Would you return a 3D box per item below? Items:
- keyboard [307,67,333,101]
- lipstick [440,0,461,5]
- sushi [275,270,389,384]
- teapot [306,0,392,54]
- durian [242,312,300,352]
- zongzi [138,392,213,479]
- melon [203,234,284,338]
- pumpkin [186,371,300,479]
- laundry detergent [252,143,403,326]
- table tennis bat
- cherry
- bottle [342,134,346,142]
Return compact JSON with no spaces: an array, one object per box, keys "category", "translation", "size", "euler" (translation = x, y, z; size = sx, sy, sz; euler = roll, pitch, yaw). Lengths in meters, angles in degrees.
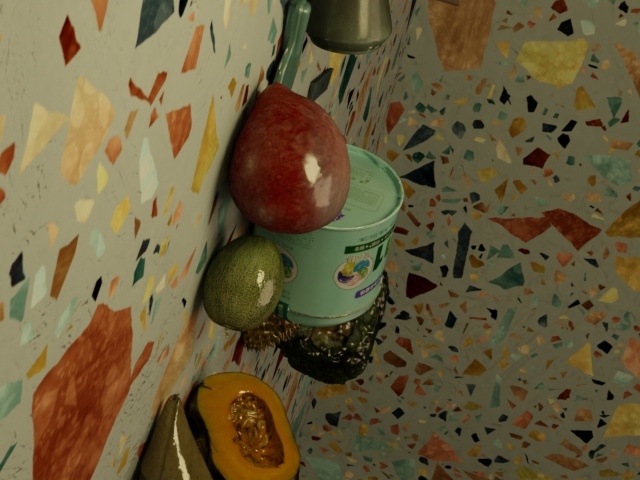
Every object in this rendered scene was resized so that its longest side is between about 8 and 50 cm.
[{"category":"keyboard","translation":[0.000,-0.353,2.046],"size":[0.176,0.014,0.055],"euler":[-57,163,-65]},{"category":"lipstick","translation":[0.202,-0.599,2.032],"size":[0.070,0.254,0.070],"euler":[18,90,-83]},{"category":"sushi","translation":[0.021,0.186,2.385],"size":[0.178,0.294,0.352],"euler":[89,18,-60]},{"category":"teapot","translation":[0.065,-0.480,1.660],"size":[0.203,0.171,0.225],"euler":[-43,147,-49]},{"category":"durian","translation":[-0.098,0.167,2.116],"size":[0.183,0.137,0.250],"euler":[-77,-174,-58]},{"category":"zongzi","translation":[-0.102,0.551,1.500],"size":[0.218,0.499,0.467],"euler":[-39,146,-87]},{"category":"melon","translation":[-0.136,0.081,1.574],"size":[0.139,0.139,0.192],"euler":[84,24,-72]},{"category":"pumpkin","translation":[-0.169,0.400,1.703],"size":[0.317,0.221,0.139],"euler":[-110,-148,-41]},{"category":"laundry detergent","translation":[0.000,0.000,1.816],"size":[0.287,0.287,0.305],"euler":[-64,168,-50]},{"category":"table tennis bat","translation":[-0.055,-0.328,1.619],"size":[0.244,0.040,0.153],"euler":[105,6,-47]},{"category":"cherry","translation":[-0.043,-0.130,1.506],"size":[0.239,0.206,0.239],"euler":[-54,160,-31]},{"category":"bottle","translation":[0.023,-0.200,2.384],"size":[0.187,0.069,0.069],"euler":[103,8,-45]}]
